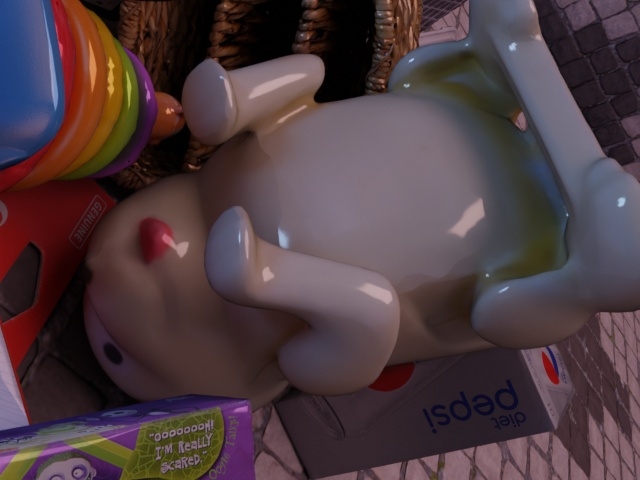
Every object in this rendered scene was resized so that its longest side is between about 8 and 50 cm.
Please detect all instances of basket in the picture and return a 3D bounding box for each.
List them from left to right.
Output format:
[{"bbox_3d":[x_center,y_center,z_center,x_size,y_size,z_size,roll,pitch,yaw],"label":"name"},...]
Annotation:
[{"bbox_3d":[-0.044,-0.168,0.766,0.223,0.214,0.299,-26,138,-60],"label":"basket"}]

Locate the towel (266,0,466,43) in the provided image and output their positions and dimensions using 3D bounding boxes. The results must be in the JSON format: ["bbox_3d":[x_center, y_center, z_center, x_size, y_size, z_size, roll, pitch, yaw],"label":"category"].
[{"bbox_3d":[0.030,-0.267,0.980,0.235,0.284,0.121,-18,82,-59],"label":"towel"}]

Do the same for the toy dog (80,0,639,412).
[{"bbox_3d":[0.000,0.000,0.669,0.395,0.408,0.284,59,13,-73],"label":"toy dog"}]

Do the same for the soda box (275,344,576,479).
[{"bbox_3d":[0.100,0.159,0.830,0.091,0.286,0.098,-29,97,-57],"label":"soda box"}]

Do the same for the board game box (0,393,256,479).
[{"bbox_3d":[-0.155,0.175,0.241,0.347,0.056,0.208,-1,90,-46],"label":"board game box"}]

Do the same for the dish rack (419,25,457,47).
[{"bbox_3d":[0.112,-0.123,1.061,0.072,0.285,0.333,28,27,18],"label":"dish rack"}]

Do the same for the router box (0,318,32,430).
[{"bbox_3d":[-0.290,0.105,0.312,0.336,0.082,0.301,-17,85,-28],"label":"router box"}]

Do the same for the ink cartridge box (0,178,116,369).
[{"bbox_3d":[-0.273,-0.034,0.589,0.261,0.066,0.296,49,37,-27],"label":"ink cartridge box"}]

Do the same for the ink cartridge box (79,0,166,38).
[{"bbox_3d":[-0.213,-0.294,0.813,0.208,0.087,0.152,13,61,-53],"label":"ink cartridge box"}]

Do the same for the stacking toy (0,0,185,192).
[{"bbox_3d":[-0.185,-0.103,0.588,0.302,0.175,0.165,3,74,-71],"label":"stacking toy"}]
